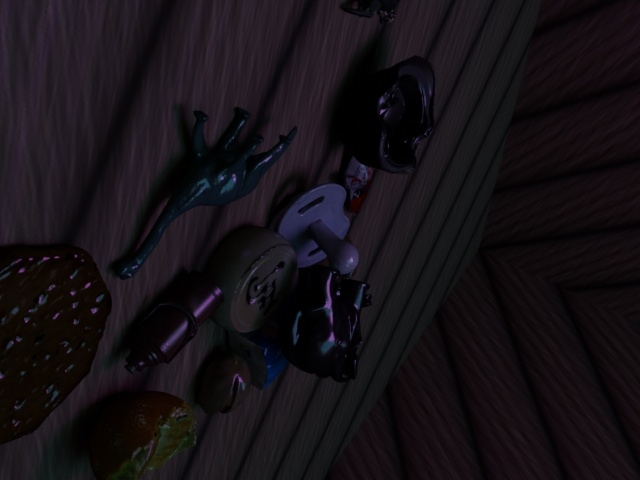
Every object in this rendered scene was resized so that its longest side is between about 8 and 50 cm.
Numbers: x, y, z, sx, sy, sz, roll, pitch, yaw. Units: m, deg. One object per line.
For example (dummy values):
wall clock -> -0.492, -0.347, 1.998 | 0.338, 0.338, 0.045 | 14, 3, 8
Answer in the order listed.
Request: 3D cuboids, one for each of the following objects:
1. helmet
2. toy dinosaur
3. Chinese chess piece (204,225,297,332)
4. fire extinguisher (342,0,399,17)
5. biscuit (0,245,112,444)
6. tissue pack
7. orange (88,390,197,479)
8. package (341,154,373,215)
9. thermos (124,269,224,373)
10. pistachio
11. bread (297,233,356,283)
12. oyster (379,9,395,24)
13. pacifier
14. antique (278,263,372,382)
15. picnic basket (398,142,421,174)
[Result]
helmet -> 0.162, -0.318, 1.695 | 0.225, 0.177, 0.305 | 40, 67, -47
toy dinosaur -> -0.206, -0.083, 1.285 | 0.330, 0.129, 0.383 | -59, 161, 19
Chinese chess piece -> -0.159, 0.090, 1.524 | 0.250, 0.101, 0.250 | -41, 148, -34
fire extinguisher -> 0.162, -0.615, 1.495 | 0.114, 0.095, 0.311 | 32, 81, -23
biscuit -> -0.461, 0.165, 1.026 | 0.359, 0.046, 0.359 | -47, 152, -34
tissue pack -> -0.111, 0.228, 1.747 | 0.270, 0.137, 0.209 | -44, 148, -38
orange -> -0.365, 0.393, 1.337 | 0.179, 0.159, 0.237 | -64, 162, 18
package -> 0.109, -0.182, 1.893 | 0.194, 0.071, 0.269 | -61, 171, -1
thermos -> -0.302, 0.172, 1.333 | 0.232, 0.099, 0.124 | -49, -168, -28
pistachio -> -0.238, 0.356, 1.652 | 0.124, 0.124, 0.184 | -25, 150, -57
bread -> 0.022, 0.075, 1.899 | 0.230, 0.123, 0.230 | -50, 153, -37
oyster -> 0.166, -0.561, 1.650 | 0.054, 0.019, 0.083 | -62, 158, -5
pacifier -> 0.000, 0.000, 1.642 | 0.238, 0.226, 0.287 | -33, 145, -19
antique -> 0.011, 0.209, 1.635 | 0.322, 0.185, 0.255 | 27, 70, -57
picnic basket -> 0.246, -0.284, 2.051 | 0.115, 0.080, 0.164 | -8, 122, -63
